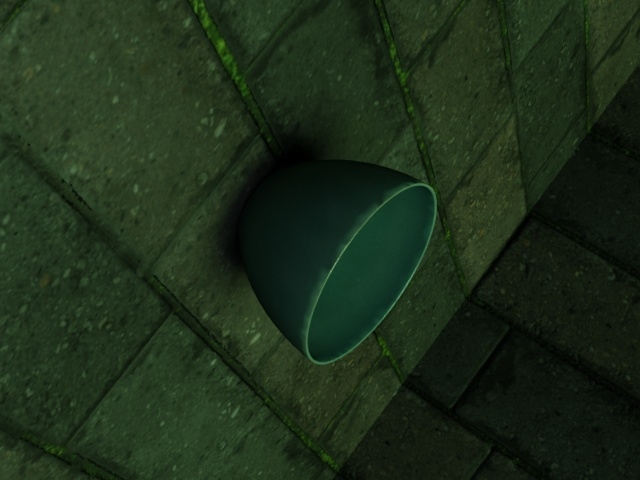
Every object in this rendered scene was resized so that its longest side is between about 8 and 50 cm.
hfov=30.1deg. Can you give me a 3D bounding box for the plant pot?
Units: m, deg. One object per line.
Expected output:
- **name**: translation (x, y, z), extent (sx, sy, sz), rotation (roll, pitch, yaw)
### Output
- **plant pot**: translation (0.000, 0.000, 1.669), extent (0.290, 0.195, 0.290), rotation (-43, 153, -28)
